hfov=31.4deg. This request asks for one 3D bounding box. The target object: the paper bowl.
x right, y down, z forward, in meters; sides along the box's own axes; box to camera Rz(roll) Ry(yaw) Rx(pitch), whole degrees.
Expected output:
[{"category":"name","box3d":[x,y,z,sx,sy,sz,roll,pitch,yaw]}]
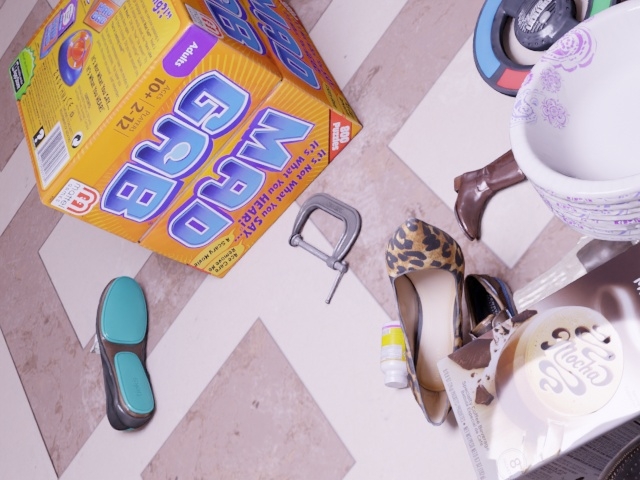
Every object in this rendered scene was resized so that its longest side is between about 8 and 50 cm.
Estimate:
[{"category":"paper bowl","box3d":[0.365,-0.124,1.262,0.284,0.148,0.284,-21,46,24]}]

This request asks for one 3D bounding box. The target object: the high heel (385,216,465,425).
[{"category":"high heel","box3d":[0.131,0.100,1.365,0.093,0.261,0.186,-5,59,10]}]

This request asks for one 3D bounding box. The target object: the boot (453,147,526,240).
[{"category":"boot","box3d":[0.230,-0.064,1.493,0.114,0.037,0.106,-25,56,31]}]

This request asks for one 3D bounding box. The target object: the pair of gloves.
[{"category":"pair of gloves","box3d":[0.346,0.090,1.284,0.204,0.042,0.240,-42,50,17]}]

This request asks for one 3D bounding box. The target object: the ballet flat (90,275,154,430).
[{"category":"ballet flat","box3d":[-0.344,0.195,1.926,0.096,0.095,0.281,-45,43,39]}]

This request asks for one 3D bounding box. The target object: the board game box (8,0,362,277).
[{"category":"board game box","box3d":[-0.224,-0.228,1.807,0.356,0.356,0.357,-46,43,20]}]

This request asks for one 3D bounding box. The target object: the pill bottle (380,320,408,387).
[{"category":"pill bottle","box3d":[0.101,0.151,1.509,0.043,0.043,0.083,-17,59,41]}]

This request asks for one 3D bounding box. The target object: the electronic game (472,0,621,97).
[{"category":"electronic game","box3d":[0.299,-0.298,1.526,0.229,0.048,0.229,-23,55,37]}]

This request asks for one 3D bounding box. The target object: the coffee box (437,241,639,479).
[{"category":"coffee box","box3d":[0.291,0.140,1.194,0.297,0.119,0.168,-34,52,23]}]

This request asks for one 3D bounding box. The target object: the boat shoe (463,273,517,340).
[{"category":"boat shoe","box3d":[0.214,0.118,1.389,0.066,0.066,0.183,-42,45,24]}]

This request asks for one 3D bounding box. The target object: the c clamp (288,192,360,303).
[{"category":"c clamp","box3d":[0.000,0.000,1.710,0.160,0.022,0.137,39,100,48]}]

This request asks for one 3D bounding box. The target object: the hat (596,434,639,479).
[{"category":"hat","box3d":[0.388,0.279,0.957,0.331,0.134,0.331,-1,65,2]}]
